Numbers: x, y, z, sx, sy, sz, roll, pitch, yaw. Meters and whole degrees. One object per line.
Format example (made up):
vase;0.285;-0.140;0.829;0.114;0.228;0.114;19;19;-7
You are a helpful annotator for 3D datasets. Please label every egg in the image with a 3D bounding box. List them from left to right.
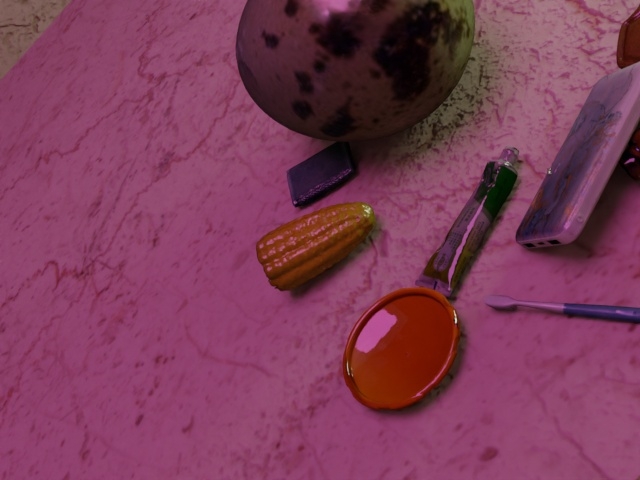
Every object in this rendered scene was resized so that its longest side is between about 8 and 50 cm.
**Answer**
egg;0.048;-0.329;1.540;0.428;0.345;0.345;-18;48;48

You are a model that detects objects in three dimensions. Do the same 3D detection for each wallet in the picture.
wallet;0.002;-0.116;1.651;0.129;0.026;0.088;-29;48;20

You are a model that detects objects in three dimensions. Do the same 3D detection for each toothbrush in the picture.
toothbrush;0.335;0.090;1.213;0.275;0.025;0.019;3;67;40

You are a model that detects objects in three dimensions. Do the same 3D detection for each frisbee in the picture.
frisbee;0.117;0.155;1.337;0.192;0.035;0.192;-23;46;26

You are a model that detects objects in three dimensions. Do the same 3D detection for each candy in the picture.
candy;0.000;0.000;1.519;0.198;0.094;0.106;-27;44;13

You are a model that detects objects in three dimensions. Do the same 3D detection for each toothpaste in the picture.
toothpaste;0.223;-0.031;1.384;0.078;0.047;0.248;20;76;51

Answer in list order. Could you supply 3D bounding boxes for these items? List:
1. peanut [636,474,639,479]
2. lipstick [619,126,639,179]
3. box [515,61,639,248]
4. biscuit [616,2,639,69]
peanut;0.437;0.305;0.872;0.325;0.140;0.153;14;53;44
lipstick;0.564;-0.220;1.207;0.418;0.077;0.077;-38;42;13
box;0.364;-0.115;1.285;0.285;0.044;0.142;-60;13;-12
biscuit;0.513;-0.318;1.303;0.182;0.034;0.215;27;83;48
